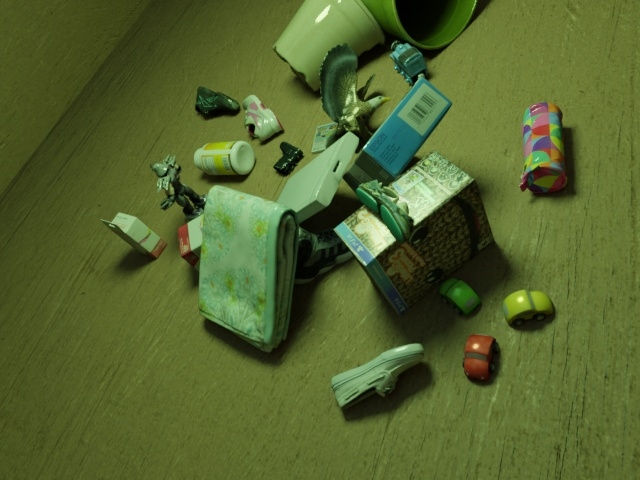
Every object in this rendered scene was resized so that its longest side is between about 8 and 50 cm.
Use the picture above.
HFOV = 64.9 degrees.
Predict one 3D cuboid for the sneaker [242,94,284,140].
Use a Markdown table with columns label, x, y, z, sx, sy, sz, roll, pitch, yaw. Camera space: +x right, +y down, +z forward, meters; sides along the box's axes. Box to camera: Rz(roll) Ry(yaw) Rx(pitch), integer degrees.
| label | x | y | z | sx | sy | sz | roll | pitch | yaw |
| --- | --- | --- | --- | --- | --- | --- | --- | --- | --- |
| sneaker | -0.242 | -0.452 | 1.866 | 0.111 | 0.103 | 0.252 | -39 | 44 | -3 |

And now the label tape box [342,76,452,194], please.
| label | x | y | z | sx | sy | sz | roll | pitch | yaw |
| --- | --- | --- | --- | --- | --- | --- | --- | --- | --- |
| label tape box | 0.173 | -0.229 | 1.291 | 0.106 | 0.334 | 0.241 | 39 | 76 | -1 |

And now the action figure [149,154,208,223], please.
| label | x | y | z | sx | sy | sz | roll | pitch | yaw |
| --- | --- | --- | --- | --- | --- | --- | --- | --- | --- |
| action figure | -0.458 | -0.155 | 1.635 | 0.099 | 0.285 | 0.185 | -10 | 51 | 26 |

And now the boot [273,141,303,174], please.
| label | x | y | z | sx | sy | sz | roll | pitch | yaw |
| --- | --- | --- | --- | --- | --- | --- | --- | --- | --- |
| boot | -0.122 | -0.277 | 1.699 | 0.121 | 0.045 | 0.099 | 31 | 78 | 42 |

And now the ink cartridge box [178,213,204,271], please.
| label | x | y | z | sx | sy | sz | roll | pitch | yaw |
| --- | --- | --- | --- | --- | --- | --- | --- | --- | --- |
| ink cartridge box | -0.323 | -0.003 | 1.544 | 0.176 | 0.128 | 0.127 | -29 | 46 | 9 |

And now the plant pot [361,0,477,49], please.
| label | x | y | z | sx | sy | sz | roll | pitch | yaw |
| --- | --- | --- | --- | --- | --- | --- | --- | --- | --- |
| plant pot | 0.282 | -0.858 | 1.707 | 0.366 | 0.366 | 0.353 | -45 | 39 | -7 |

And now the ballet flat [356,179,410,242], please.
| label | x | y | z | sx | sy | sz | roll | pitch | yaw |
| --- | --- | --- | --- | --- | --- | --- | --- | --- | --- |
| ballet flat | 0.144 | -0.070 | 1.036 | 0.070 | 0.070 | 0.188 | -37 | 50 | 1 |

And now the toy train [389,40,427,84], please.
| label | x | y | z | sx | sy | sz | roll | pitch | yaw |
| --- | --- | --- | --- | --- | --- | --- | --- | --- | --- |
| toy train | 0.287 | -0.589 | 1.648 | 0.080 | 0.105 | 0.184 | -30 | 46 | 7 |

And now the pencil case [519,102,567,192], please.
| label | x | y | z | sx | sy | sz | roll | pitch | yaw |
| --- | --- | --- | --- | --- | --- | --- | --- | --- | --- |
| pencil case | 0.536 | -0.224 | 1.217 | 0.104 | 0.104 | 0.236 | -4 | 53 | 29 |

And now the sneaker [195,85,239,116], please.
| label | x | y | z | sx | sy | sz | roll | pitch | yaw |
| --- | --- | --- | --- | --- | --- | --- | --- | --- | --- |
| sneaker | -0.433 | -0.562 | 2.094 | 0.267 | 0.101 | 0.106 | 28 | 95 | 41 |

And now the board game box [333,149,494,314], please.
| label | x | y | z | sx | sy | sz | roll | pitch | yaw |
| --- | --- | --- | --- | --- | --- | --- | --- | --- | --- |
| board game box | 0.219 | -0.013 | 1.148 | 0.291 | 0.232 | 0.141 | -39 | 46 | 0 |

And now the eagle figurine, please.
| label | x | y | z | sx | sy | sz | roll | pitch | yaw |
| --- | --- | --- | --- | --- | --- | --- | --- | --- | --- |
| eagle figurine | 0.104 | -0.419 | 1.559 | 0.225 | 0.226 | 0.298 | -7 | 61 | -20 |

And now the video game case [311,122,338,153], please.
| label | x | y | z | sx | sy | sz | roll | pitch | yaw |
| --- | --- | --- | --- | --- | --- | --- | --- | --- | --- |
| video game case | 0.019 | -0.346 | 1.687 | 0.087 | 0.011 | 0.122 | -8 | 52 | 27 |

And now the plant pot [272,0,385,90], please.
| label | x | y | z | sx | sy | sz | roll | pitch | yaw |
| --- | --- | --- | --- | --- | --- | --- | --- | --- | --- |
| plant pot | 0.009 | -0.722 | 1.808 | 0.305 | 0.333 | 0.334 | -45 | 44 | 9 |

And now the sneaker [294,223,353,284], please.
| label | x | y | z | sx | sy | sz | roll | pitch | yaw |
| --- | --- | --- | --- | --- | --- | --- | --- | --- | --- |
| sneaker | 0.000 | 0.000 | 1.327 | 0.268 | 0.153 | 0.101 | -34 | 46 | 3 |

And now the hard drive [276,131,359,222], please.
| label | x | y | z | sx | sy | sz | roll | pitch | yaw |
| --- | --- | --- | --- | --- | --- | --- | --- | --- | --- |
| hard drive | -0.040 | -0.140 | 1.410 | 0.353 | 0.047 | 0.233 | -27 | 33 | 58 |

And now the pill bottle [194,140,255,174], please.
| label | x | y | z | sx | sy | sz | roll | pitch | yaw |
| --- | --- | --- | --- | --- | --- | --- | --- | --- | --- |
| pill bottle | -0.347 | -0.292 | 1.794 | 0.214 | 0.117 | 0.117 | 5 | 59 | 34 |

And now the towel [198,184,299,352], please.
| label | x | y | z | sx | sy | sz | roll | pitch | yaw |
| --- | --- | --- | --- | --- | --- | --- | --- | --- | --- |
| towel | -0.202 | 0.066 | 1.311 | 0.320 | 0.090 | 0.375 | 18 | 106 | 39 |

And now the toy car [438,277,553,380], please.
| label | x | y | z | sx | sy | sz | roll | pitch | yaw |
| --- | --- | --- | --- | --- | --- | --- | --- | --- | --- |
| toy car | 0.336 | 0.148 | 1.076 | 0.239 | 0.053 | 0.225 | -43 | 46 | -5 |

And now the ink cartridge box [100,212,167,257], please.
| label | x | y | z | sx | sy | sz | roll | pitch | yaw |
| --- | --- | --- | --- | --- | --- | --- | --- | --- | --- |
| ink cartridge box | -0.631 | -0.028 | 1.702 | 0.115 | 0.198 | 0.067 | 12 | 63 | 37 |

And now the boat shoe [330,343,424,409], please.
| label | x | y | z | sx | sy | sz | roll | pitch | yaw |
| --- | --- | --- | --- | --- | --- | --- | --- | --- | --- |
| boat shoe | 0.130 | 0.297 | 1.080 | 0.226 | 0.083 | 0.076 | -31 | 56 | 22 |
